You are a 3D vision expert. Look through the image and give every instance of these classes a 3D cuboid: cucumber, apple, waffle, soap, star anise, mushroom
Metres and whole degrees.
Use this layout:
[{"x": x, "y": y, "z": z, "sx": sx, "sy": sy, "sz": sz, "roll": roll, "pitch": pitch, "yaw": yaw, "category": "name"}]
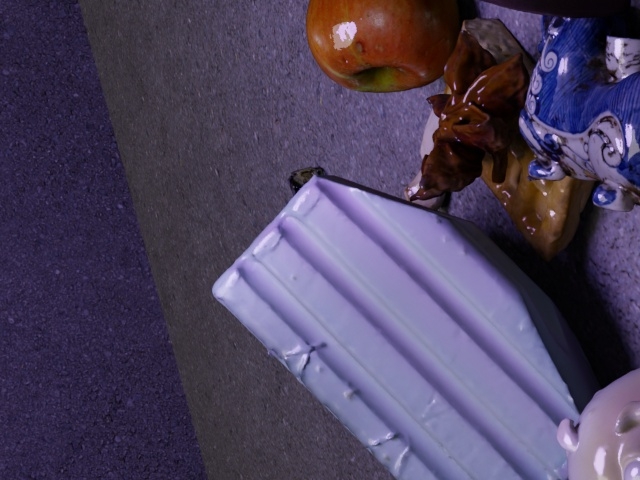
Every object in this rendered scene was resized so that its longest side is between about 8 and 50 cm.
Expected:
[{"x": 0.001, "y": 0.000, "z": 2.220, "sx": 0.067, "sy": 0.067, "sz": 0.245, "roll": 10, "pitch": 115, "yaw": 68, "category": "cucumber"}, {"x": 0.079, "y": -0.279, "z": 1.649, "sx": 0.196, "sy": 0.196, "sz": 0.196, "roll": 165, "pitch": 90, "yaw": -70, "category": "apple"}, {"x": 0.230, "y": -0.121, "z": 1.542, "sx": 0.168, "sy": 0.057, "sz": 0.274, "roll": 97, "pitch": 151, "yaw": -45, "category": "waffle"}, {"x": 0.124, "y": 0.115, "z": 1.525, "sx": 0.446, "sy": 0.261, "sz": 0.156, "roll": 44, "pitch": -167, "yaw": 8, "category": "soap"}, {"x": 0.167, "y": -0.128, "z": 1.462, "sx": 0.212, "sy": 0.111, "sz": 0.196, "roll": -65, "pitch": -13, "yaw": -75, "category": "star anise"}, {"x": 0.152, "y": -0.117, "z": 1.762, "sx": 0.202, "sy": 0.054, "sz": 0.059, "roll": 102, "pitch": 149, "yaw": -42, "category": "mushroom"}]

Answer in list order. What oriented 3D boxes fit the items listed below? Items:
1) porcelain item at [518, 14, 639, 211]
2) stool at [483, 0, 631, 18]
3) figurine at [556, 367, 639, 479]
[{"x": 0.298, "y": -0.133, "z": 1.279, "sx": 0.288, "sy": 0.138, "sz": 0.186, "roll": -143, "pitch": 53, "yaw": -66, "category": "porcelain item"}, {"x": 0.188, "y": -0.334, "z": 1.263, "sx": 0.272, "sy": 0.272, "sz": 0.179, "roll": 47, "pitch": 130, "yaw": 52, "category": "stool"}, {"x": 0.375, "y": 0.123, "z": 1.212, "sx": 0.394, "sy": 0.226, "sz": 0.275, "roll": 116, "pitch": 164, "yaw": -51, "category": "figurine"}]
